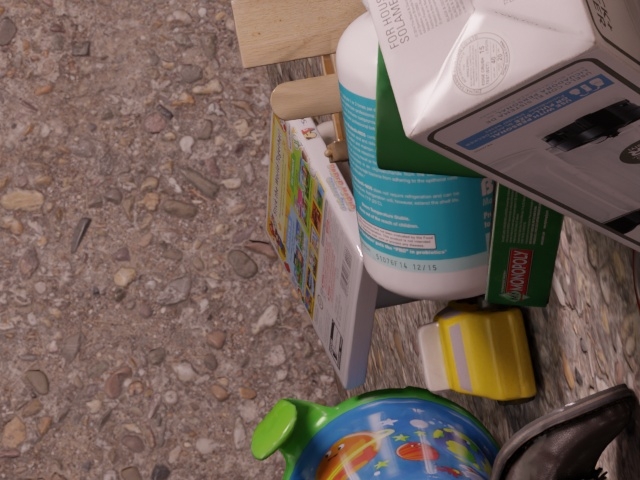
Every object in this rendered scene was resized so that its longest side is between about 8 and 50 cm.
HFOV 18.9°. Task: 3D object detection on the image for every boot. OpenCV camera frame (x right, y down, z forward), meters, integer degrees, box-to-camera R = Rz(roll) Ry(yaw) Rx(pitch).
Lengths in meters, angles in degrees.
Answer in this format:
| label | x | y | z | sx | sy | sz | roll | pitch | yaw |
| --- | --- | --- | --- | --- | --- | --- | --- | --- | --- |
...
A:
| label | x | y | z | sx | sy | sz | roll | pitch | yaw |
| --- | --- | --- | --- | --- | --- | --- | --- | --- | --- |
| boot | 0.204 | 0.258 | 1.417 | 0.229 | 0.091 | 0.263 | 52 | 128 | 24 |

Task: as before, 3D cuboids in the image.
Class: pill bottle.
| label | x | y | z | sx | sy | sz | roll | pitch | yaw |
| --- | --- | --- | --- | --- | --- | --- | --- | --- | --- |
| pill bottle | 0.091 | -0.095 | 1.535 | 0.146 | 0.146 | 0.264 | -115 | 14 | -61 |

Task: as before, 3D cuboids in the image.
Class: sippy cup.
| label | x | y | z | sx | sy | sz | roll | pitch | yaw |
| --- | --- | --- | --- | --- | --- | --- | --- | --- | --- |
| sippy cup | 0.082 | 0.275 | 1.792 | 0.224 | 0.305 | 0.240 | -113 | 28 | -80 |

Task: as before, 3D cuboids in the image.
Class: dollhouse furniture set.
| label | x | y | z | sx | sy | sz | roll | pitch | yaw |
| --- | --- | --- | --- | --- | --- | --- | --- | --- | --- |
| dollhouse furniture set | -0.016 | -0.135 | 1.660 | 0.151 | 0.123 | 0.144 | 171 | 88 | -78 |

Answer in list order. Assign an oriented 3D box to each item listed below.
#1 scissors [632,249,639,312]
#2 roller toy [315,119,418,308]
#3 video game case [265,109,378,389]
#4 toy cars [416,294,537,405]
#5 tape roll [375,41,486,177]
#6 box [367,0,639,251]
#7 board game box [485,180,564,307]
| label | x | y | z | sx | sy | sz | roll | pitch | yaw |
| --- | --- | --- | --- | --- | --- | --- | --- | --- | --- |
| scissors | 0.230 | 0.098 | 1.288 | 0.297 | 0.021 | 0.109 | 84 | 169 | -47 |
| roller toy | 0.061 | -0.031 | 1.889 | 0.209 | 0.146 | 0.191 | 172 | 86 | -84 |
| video game case | 0.000 | 0.000 | 1.810 | 0.227 | 0.026 | 0.206 | 95 | 153 | -55 |
| toy cars | 0.159 | 0.172 | 1.688 | 0.176 | 0.087 | 0.394 | 85 | 170 | -45 |
| tape roll | 0.087 | -0.202 | 1.247 | 0.321 | 0.077 | 0.321 | 6 | -90 | -86 |
| box | 0.127 | -0.096 | 0.871 | 0.290 | 0.087 | 0.169 | 19 | -130 | -55 |
| board game box | 0.138 | -0.114 | 1.198 | 0.317 | 0.046 | 0.214 | 85 | -170 | -66 |
